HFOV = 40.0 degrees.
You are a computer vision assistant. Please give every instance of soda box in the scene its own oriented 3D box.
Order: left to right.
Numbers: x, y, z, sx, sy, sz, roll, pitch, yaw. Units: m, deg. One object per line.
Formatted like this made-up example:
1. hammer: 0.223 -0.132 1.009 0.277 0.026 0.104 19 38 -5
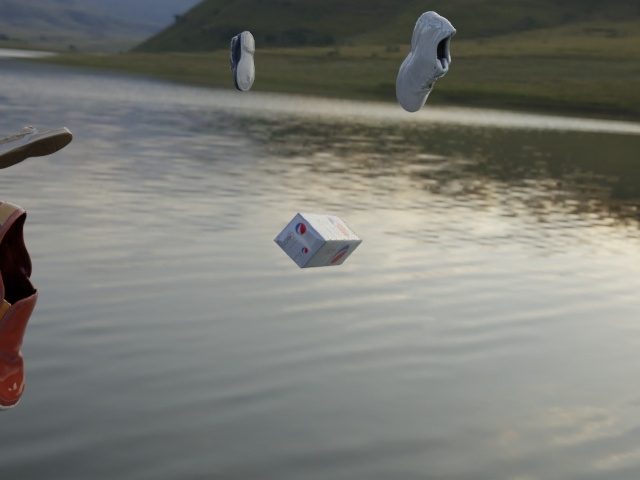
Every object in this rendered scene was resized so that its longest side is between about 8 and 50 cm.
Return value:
1. soda box: 0.000 0.000 1.576 0.074 0.069 0.216 45 14 14

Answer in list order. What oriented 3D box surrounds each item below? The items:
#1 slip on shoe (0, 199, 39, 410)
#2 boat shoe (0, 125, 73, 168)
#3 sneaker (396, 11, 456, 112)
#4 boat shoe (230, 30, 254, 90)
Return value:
1. slip on shoe: -0.455 0.095 1.252 0.101 0.332 0.123 4 18 7
2. boat shoe: -0.587 -0.200 1.768 0.170 0.059 0.063 -20 -24 -13
3. sneaker: 0.217 -0.342 1.765 0.080 0.212 0.094 -17 43 -35
4. boat shoe: -0.152 -0.335 1.660 0.038 0.125 0.046 -12 -21 32
